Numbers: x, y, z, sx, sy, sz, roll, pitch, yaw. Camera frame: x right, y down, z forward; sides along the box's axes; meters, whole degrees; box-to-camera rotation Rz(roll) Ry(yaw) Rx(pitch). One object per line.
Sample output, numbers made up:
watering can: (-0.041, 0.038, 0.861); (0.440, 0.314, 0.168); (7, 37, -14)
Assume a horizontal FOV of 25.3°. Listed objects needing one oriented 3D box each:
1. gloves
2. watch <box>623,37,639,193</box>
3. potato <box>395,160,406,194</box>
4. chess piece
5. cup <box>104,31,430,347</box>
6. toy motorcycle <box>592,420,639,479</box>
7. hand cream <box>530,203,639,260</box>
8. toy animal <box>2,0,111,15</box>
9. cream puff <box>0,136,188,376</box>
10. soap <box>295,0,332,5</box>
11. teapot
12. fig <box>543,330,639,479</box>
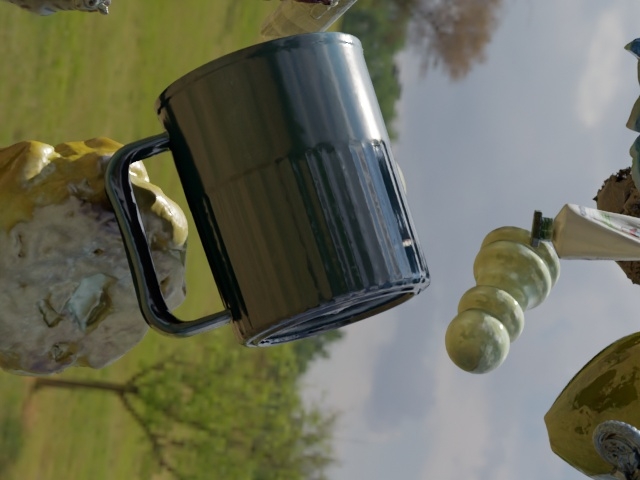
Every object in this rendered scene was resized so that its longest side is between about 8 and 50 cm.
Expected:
gloves: (0.555, 0.003, 2.220); (0.135, 0.312, 0.210); (-41, 141, -37)
watch: (0.513, -0.176, 1.806); (0.305, 0.241, 0.274); (-60, -170, -7)
potato: (0.000, 0.000, 1.886); (0.298, 0.176, 0.141); (-54, -133, 11)
chess piece: (0.281, 0.109, 2.310); (0.251, 0.144, 0.144); (-54, 165, -40)
cup: (-0.050, -0.043, 1.559); (0.242, 0.308, 0.292); (-30, -104, 52)
toy motorcycle: (0.404, 0.277, 1.514); (0.092, 0.254, 0.135); (-47, 147, -38)
hand cream: (0.452, 0.000, 1.911); (0.121, 0.336, 0.076); (-66, 161, -70)
toy animal: (-0.449, -0.388, 2.183); (0.255, 0.170, 0.089); (25, -82, 48)
cream puff: (-0.327, -0.008, 1.745); (0.324, 0.291, 0.257); (55, -1, -44)
soap: (-0.058, -0.423, 1.658); (0.112, 0.182, 0.289); (106, -9, -65)
teapot: (-0.005, -0.345, 2.078); (0.200, 0.077, 0.107); (-39, -166, 38)
fig: (0.408, 0.229, 1.803); (0.230, 0.207, 0.207); (-46, -160, 23)
